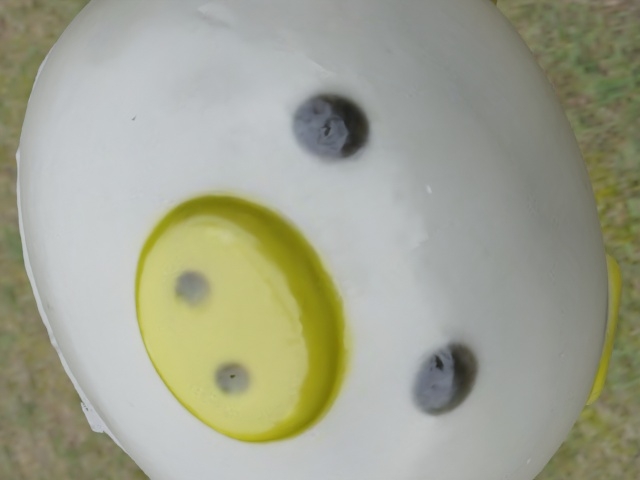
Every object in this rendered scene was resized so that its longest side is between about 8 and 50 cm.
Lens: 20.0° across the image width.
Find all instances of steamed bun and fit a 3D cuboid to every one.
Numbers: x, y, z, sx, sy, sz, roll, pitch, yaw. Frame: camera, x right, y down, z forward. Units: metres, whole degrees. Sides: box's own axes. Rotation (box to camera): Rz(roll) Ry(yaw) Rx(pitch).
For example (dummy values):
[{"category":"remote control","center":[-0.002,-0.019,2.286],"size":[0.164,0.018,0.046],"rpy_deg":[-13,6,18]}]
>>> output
[{"category":"steamed bun","center":[-0.001,-0.001,1.045],"size":[0.334,0.334,0.374],"rpy_deg":[-16,103,45]}]
